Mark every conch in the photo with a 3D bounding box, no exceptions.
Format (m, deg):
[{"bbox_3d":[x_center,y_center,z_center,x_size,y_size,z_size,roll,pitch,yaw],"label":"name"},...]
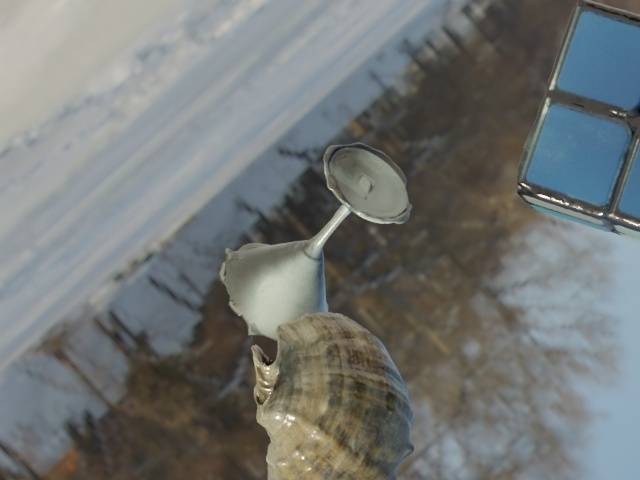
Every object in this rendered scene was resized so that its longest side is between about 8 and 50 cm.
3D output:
[{"bbox_3d":[0.026,0.213,1.899,0.210,0.159,0.291,-44,142,-17],"label":"conch"}]

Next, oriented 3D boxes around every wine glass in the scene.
[{"bbox_3d":[0.000,0.000,1.981,0.232,0.156,0.156,-50,176,39],"label":"wine glass"}]

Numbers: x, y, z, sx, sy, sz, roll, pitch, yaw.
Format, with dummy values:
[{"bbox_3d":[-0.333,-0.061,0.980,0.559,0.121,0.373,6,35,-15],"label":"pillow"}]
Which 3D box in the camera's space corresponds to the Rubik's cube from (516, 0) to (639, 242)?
[{"bbox_3d":[0.282,-0.094,1.493,0.180,0.167,0.183,8,101,-77],"label":"Rubik's cube"}]
